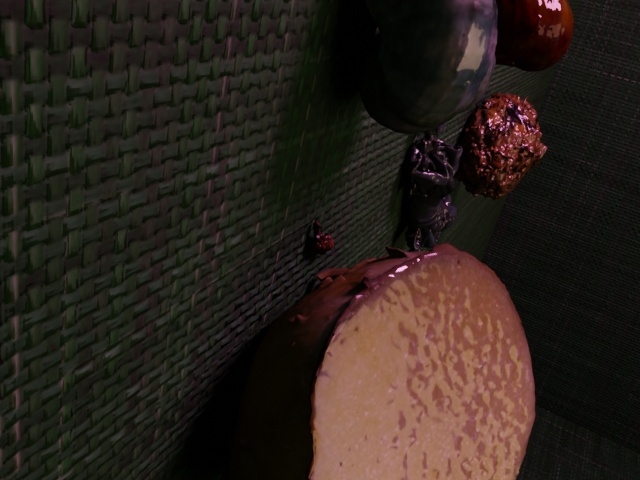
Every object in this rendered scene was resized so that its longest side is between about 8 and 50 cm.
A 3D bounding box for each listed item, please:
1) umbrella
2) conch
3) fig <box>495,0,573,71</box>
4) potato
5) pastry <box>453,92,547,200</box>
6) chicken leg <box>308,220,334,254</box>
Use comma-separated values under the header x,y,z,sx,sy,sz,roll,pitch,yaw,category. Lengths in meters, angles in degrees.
x,y,z,sx,sy,sz,roll,pitch,yaw,category
0.217,-0.108,1.186,0.349,0.094,0.143,85,30,-51,umbrella
0.119,-0.228,0.696,0.277,0.195,0.220,25,59,-47,conch
0.346,-0.443,1.095,0.190,0.191,0.290,50,32,-69,fig
0.044,0.224,0.850,0.442,0.319,0.385,-41,109,-35,potato
0.449,-0.225,1.511,0.275,0.193,0.275,-53,158,-32,pastry
-0.001,0.002,0.842,0.036,0.021,0.083,-54,155,-6,chicken leg
